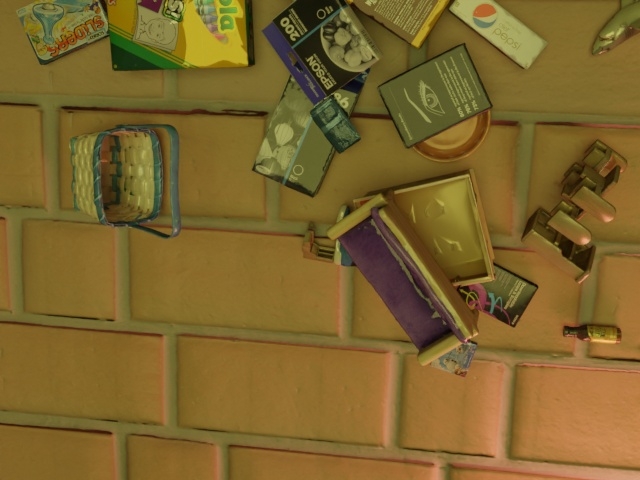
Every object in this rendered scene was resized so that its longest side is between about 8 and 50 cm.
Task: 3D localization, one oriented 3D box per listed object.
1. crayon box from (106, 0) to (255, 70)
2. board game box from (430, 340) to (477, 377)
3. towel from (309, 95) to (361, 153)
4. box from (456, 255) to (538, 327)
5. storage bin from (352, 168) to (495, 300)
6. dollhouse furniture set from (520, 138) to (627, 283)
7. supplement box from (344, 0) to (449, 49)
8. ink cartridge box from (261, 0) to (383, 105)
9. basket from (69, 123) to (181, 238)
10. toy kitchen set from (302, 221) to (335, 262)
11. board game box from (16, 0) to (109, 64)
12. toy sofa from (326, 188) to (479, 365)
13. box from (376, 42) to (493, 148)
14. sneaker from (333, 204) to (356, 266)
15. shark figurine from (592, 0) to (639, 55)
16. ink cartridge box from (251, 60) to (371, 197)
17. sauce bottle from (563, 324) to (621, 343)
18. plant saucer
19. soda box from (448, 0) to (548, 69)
[{"bbox_3d":[-0.314,-0.566,1.804,0.313,0.106,0.363,0,103,8],"label":"crayon box"},{"bbox_3d":[0.322,0.276,1.958,0.090,0.020,0.090,18,105,5],"label":"board game box"},{"bbox_3d":[0.033,-0.256,1.805,0.067,0.029,0.119,-35,98,14],"label":"towel"},{"bbox_3d":[0.413,0.119,1.905,0.162,0.029,0.116,26,105,0],"label":"box"},{"bbox_3d":[0.242,-0.008,1.834,0.262,0.123,0.260,-12,101,18],"label":"storage bin"},{"bbox_3d":[0.580,-0.051,1.756,0.161,0.212,0.242,36,131,0],"label":"dollhouse furniture set"},{"bbox_3d":[0.182,-0.542,1.731,0.194,0.129,0.191,32,105,-1],"label":"supplement box"},{"bbox_3d":[-0.005,-0.418,1.731,0.208,0.045,0.206,-31,99,33],"label":"ink cartridge box"},{"bbox_3d":[-0.432,-0.150,1.852,0.289,0.201,0.254,14,108,37],"label":"basket"},{"bbox_3d":[0.000,0.000,1.917,0.075,0.083,0.068,11,63,5],"label":"toy kitchen set"},{"bbox_3d":[-0.592,-0.511,1.892,0.201,0.035,0.136,-21,99,12],"label":"board game box"},{"bbox_3d":[0.176,0.082,1.718,0.150,0.177,0.362,-34,95,20],"label":"toy sofa"},{"bbox_3d":[0.246,-0.312,1.748,0.207,0.108,0.153,-24,99,13],"label":"box"},{"bbox_3d":[0.080,-0.009,1.904,0.085,0.058,0.152,8,108,12],"label":"sneaker"},{"bbox_3d":[0.721,-0.459,1.679,0.116,0.278,0.166,30,74,-38],"label":"shark figurine"},{"bbox_3d":[-0.022,-0.280,1.855,0.165,0.065,0.332,23,104,2],"label":"ink cartridge box"},{"bbox_3d":[0.634,0.218,1.891,0.128,0.042,0.042,3,103,5],"label":"sauce bottle"},{"bbox_3d":[0.282,-0.277,1.827,0.200,0.037,0.200,2,104,7],"label":"plant saucer"},{"bbox_3d":[0.382,-0.464,1.753,0.216,0.069,0.074,37,104,-3],"label":"soda box"}]
